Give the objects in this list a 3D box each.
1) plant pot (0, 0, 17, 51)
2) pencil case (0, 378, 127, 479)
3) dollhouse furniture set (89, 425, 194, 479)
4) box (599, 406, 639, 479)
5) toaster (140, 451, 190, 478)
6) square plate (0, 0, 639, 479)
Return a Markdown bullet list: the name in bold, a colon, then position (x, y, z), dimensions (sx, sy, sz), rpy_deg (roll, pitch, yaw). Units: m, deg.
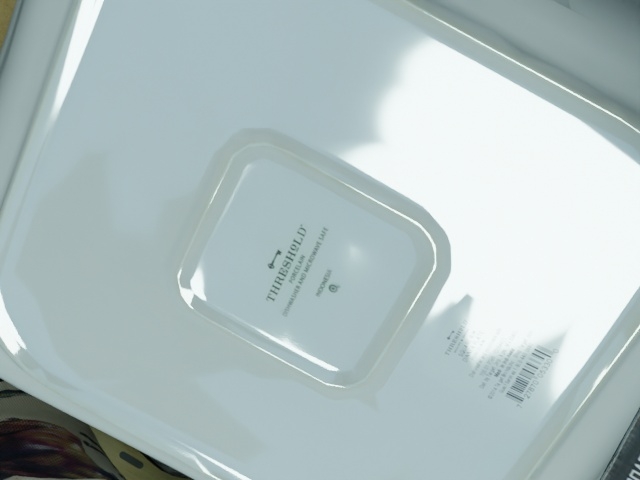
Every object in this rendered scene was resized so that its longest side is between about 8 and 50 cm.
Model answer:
- **plant pot**: position (-0.181, -0.128, 0.707), dimensions (0.236, 0.032, 0.236), rpy_deg (21, 148, 14)
- **pencil case**: position (-0.210, 0.139, 0.840), dimensions (0.410, 0.183, 0.160), rpy_deg (32, 134, 55)
- **dollhouse furniture set**: position (-0.147, 0.225, 0.917), dimensions (0.151, 0.301, 0.197), rpy_deg (31, 151, -6)
- **box**: position (0.225, 0.041, 0.352), dimensions (0.242, 0.307, 0.076), rpy_deg (28, -173, 14)
- **toaster**: position (-0.037, 0.063, 0.768), dimensions (0.146, 0.129, 0.227), rpy_deg (8, 141, 28)
- **square plate**: position (0.000, 0.000, 0.591), dimensions (0.344, 0.049, 0.347), rpy_deg (29, 123, 2)
